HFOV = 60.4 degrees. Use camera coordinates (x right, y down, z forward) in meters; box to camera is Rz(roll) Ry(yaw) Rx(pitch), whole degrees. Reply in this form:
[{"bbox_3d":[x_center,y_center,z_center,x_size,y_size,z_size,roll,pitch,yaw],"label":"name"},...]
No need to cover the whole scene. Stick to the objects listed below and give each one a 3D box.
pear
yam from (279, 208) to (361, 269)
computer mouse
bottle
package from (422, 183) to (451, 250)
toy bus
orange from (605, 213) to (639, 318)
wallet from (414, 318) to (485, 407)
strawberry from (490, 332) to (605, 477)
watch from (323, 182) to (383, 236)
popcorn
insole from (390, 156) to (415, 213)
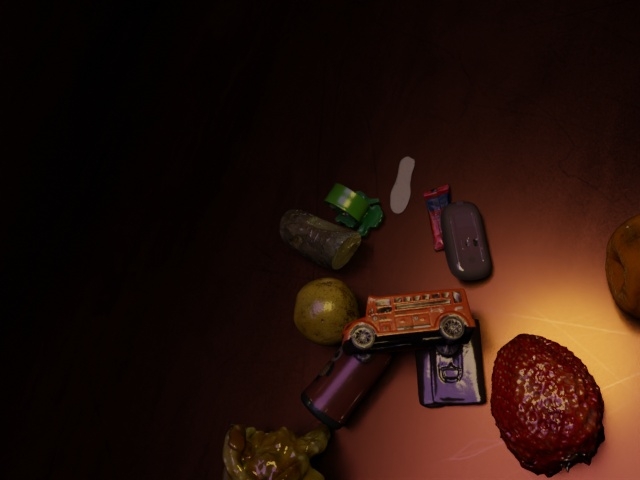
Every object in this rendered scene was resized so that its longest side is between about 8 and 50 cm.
[{"bbox_3d":[0.025,0.205,1.590,0.197,0.197,0.197,-11,65,24],"label":"pear"},{"bbox_3d":[0.000,0.000,1.713,0.254,0.154,0.154,21,81,33],"label":"yam"},{"bbox_3d":[0.404,0.002,1.532,0.120,0.057,0.232,-7,69,0],"label":"computer mouse"},{"bbox_3d":[0.101,0.349,1.523,0.144,0.144,0.336,38,88,34],"label":"bottle"},{"bbox_3d":[0.358,-0.070,1.622,0.083,0.022,0.200,-17,63,22],"label":"package"},{"bbox_3d":[0.214,0.214,1.404,0.329,0.143,0.153,-7,61,3],"label":"toy bus"},{"bbox_3d":[0.764,0.055,1.235,0.183,0.249,0.249,-4,67,10],"label":"orange"},{"bbox_3d":[0.338,0.322,1.456,0.182,0.049,0.229,-9,67,22],"label":"wallet"},{"bbox_3d":[0.495,0.353,1.232,0.238,0.250,0.288,-31,80,17],"label":"strawberry"},{"bbox_3d":[0.102,-0.110,1.702,0.165,0.152,0.131,33,84,36],"label":"watch"},{"bbox_3d":[-0.135,0.630,1.469,0.325,0.321,0.290,18,96,50],"label":"popcorn"},{"bbox_3d":[0.258,-0.176,1.732,0.065,0.004,0.197,3,72,30],"label":"insole"}]
